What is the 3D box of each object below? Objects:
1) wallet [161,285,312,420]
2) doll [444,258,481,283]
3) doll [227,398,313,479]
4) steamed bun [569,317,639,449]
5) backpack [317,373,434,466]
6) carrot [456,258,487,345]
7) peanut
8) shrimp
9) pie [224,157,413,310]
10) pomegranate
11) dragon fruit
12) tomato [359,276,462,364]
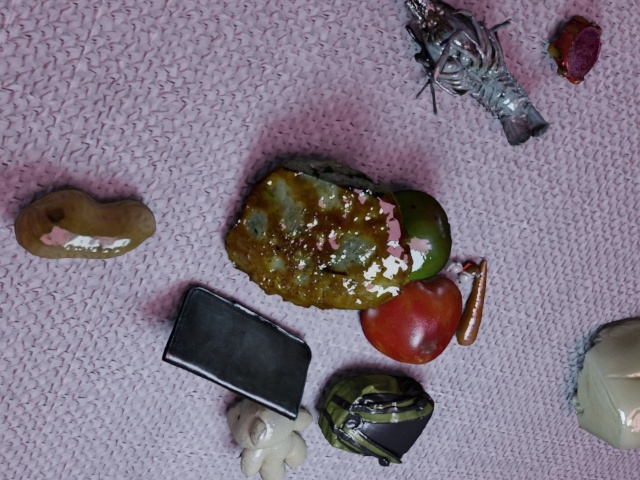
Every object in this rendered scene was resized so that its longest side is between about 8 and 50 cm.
[{"bbox_3d":[-0.154,0.219,1.657,0.318,0.045,0.172,31,60,-29],"label":"wallet"},{"bbox_3d":[0.305,0.060,1.807,0.058,0.040,0.085,-38,126,15],"label":"doll"},{"bbox_3d":[-0.112,0.420,1.813,0.149,0.175,0.278,5,134,19],"label":"doll"},{"bbox_3d":[0.762,0.339,2.047,0.290,0.273,0.272,-26,109,-11],"label":"steamed bun"},{"bbox_3d":[0.123,0.392,1.862,0.253,0.140,0.207,16,109,-33],"label":"backpack"},{"bbox_3d":[0.342,0.139,1.867,0.048,0.048,0.216,2,113,-23],"label":"carrot"},{"bbox_3d":[-0.396,-0.027,1.436,0.236,0.120,0.110,-4,155,-26],"label":"peanut"},{"bbox_3d":[0.270,-0.310,1.517,0.221,0.166,0.410,-33,143,26],"label":"shrimp"},{"bbox_3d":[0.000,0.000,1.551,0.355,0.103,0.288,15,120,10],"label":"pie"},{"bbox_3d":[0.142,-0.001,1.633,0.225,0.187,0.187,-17,126,12],"label":"pomegranate"},{"bbox_3d":[0.485,-0.366,1.619,0.112,0.068,0.126,15,99,-46],"label":"dragon fruit"},{"bbox_3d":[0.206,0.178,1.773,0.233,0.139,0.200,3,124,-24],"label":"tomato"}]
